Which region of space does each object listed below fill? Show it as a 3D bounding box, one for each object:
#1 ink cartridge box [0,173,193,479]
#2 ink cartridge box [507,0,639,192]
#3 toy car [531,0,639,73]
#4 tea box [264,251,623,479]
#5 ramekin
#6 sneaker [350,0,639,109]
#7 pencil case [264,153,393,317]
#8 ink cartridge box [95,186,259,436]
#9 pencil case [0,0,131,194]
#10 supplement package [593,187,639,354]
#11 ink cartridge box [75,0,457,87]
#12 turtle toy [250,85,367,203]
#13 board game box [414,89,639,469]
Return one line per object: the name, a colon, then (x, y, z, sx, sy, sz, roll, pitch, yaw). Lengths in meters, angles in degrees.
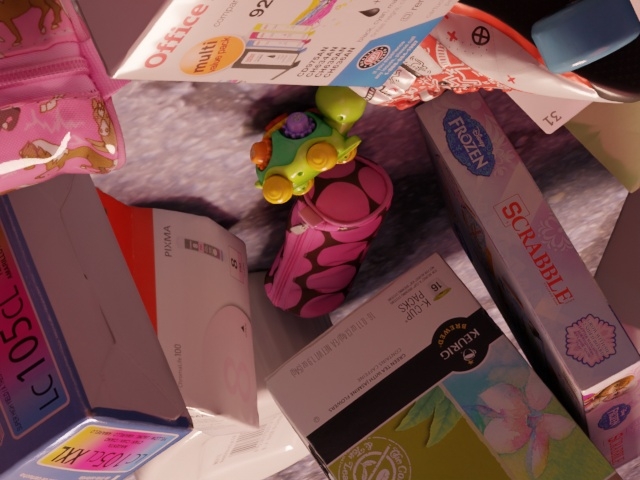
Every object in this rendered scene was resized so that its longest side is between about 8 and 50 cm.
ink cartridge box: (-0.327, 0.136, 1.456, 0.395, 0.270, 0.151, -36, 153, 22)
ink cartridge box: (0.257, -0.152, 1.551, 0.171, 0.056, 0.235, -38, 110, 24)
toy car: (0.192, -0.256, 1.331, 0.210, 0.219, 0.238, -26, -175, 0)
tea box: (0.147, 0.244, 1.784, 0.220, 0.323, 0.329, -37, 154, -5)
ramekin: (-0.096, 0.161, 1.907, 0.277, 0.135, 0.277, -22, 156, -10)
sneaker: (0.121, -0.152, 1.418, 0.270, 0.090, 0.145, 20, 149, -5)
pencil case: (0.000, 0.000, 1.732, 0.098, 0.095, 0.209, -49, 168, -30)
ink cartridge box: (-0.128, 0.063, 1.603, 0.066, 0.189, 0.232, -10, 161, 16)
pencil case: (-0.323, -0.062, 1.197, 0.386, 0.167, 0.160, -20, 135, -16)
supplement package: (0.414, 0.024, 1.909, 0.198, 0.199, 0.263, 68, 45, -66)
ink cartridge box: (-0.034, -0.213, 1.159, 0.232, 0.168, 0.171, -2, 148, -41)
turtle toy: (-0.009, -0.087, 1.569, 0.130, 0.066, 0.095, -36, 178, 16)
board game box: (0.210, 0.046, 1.750, 0.066, 0.318, 0.319, -28, 157, -1)
